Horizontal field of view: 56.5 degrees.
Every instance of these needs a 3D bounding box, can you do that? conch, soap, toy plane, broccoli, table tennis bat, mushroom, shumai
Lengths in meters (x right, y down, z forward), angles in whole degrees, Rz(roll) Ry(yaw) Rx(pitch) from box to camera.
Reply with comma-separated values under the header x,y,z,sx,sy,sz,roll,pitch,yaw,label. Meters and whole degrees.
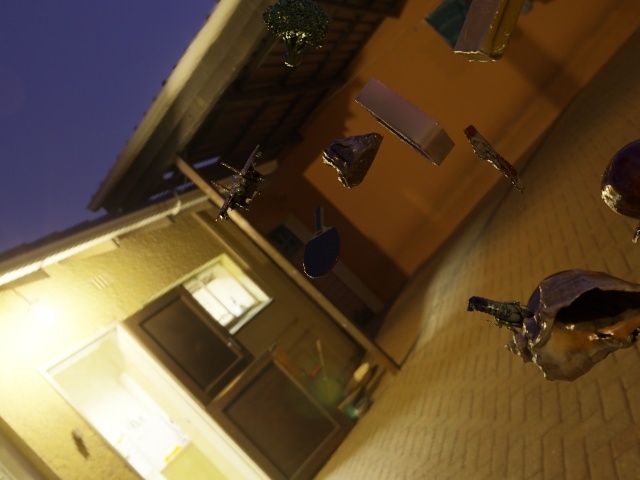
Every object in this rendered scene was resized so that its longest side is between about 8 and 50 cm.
x,y,z,sx,sy,sz,roll,pitch,yaw,label
0.524,0.147,1.205,0.324,0.186,0.263,-35,-38,11,conch
0.564,-0.750,1.947,0.315,0.091,0.199,-69,21,11,soap
-0.206,-0.150,1.590,0.223,0.104,0.326,-61,0,4,toy plane
-0.068,-0.587,1.685,0.194,0.194,0.219,-50,7,48,broccoli
0.000,0.000,2.102,0.173,0.022,0.301,-31,43,29,table tennis bat
1.046,-0.208,1.885,0.283,0.263,0.195,-15,-32,8,mushroom
0.104,-0.325,2.257,0.218,0.185,0.184,120,172,-51,shumai

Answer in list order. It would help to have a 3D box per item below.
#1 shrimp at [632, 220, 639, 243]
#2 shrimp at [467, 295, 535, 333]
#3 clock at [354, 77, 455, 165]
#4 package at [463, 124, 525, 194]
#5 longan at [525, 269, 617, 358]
x,y,z,sx,sy,sz,roll,pitch,yaw,label
1.117,-0.067,2.049,0.124,0.034,0.178,-29,-36,-54,shrimp
0.425,0.175,1.370,0.076,0.174,0.082,92,-163,-83,shrimp
0.181,-0.250,1.262,0.063,0.197,0.150,-52,-24,9,clock
0.484,-0.224,1.657,0.030,0.239,0.154,-45,-5,26,package
0.777,0.227,1.800,0.297,0.297,0.297,-46,-4,-4,longan
